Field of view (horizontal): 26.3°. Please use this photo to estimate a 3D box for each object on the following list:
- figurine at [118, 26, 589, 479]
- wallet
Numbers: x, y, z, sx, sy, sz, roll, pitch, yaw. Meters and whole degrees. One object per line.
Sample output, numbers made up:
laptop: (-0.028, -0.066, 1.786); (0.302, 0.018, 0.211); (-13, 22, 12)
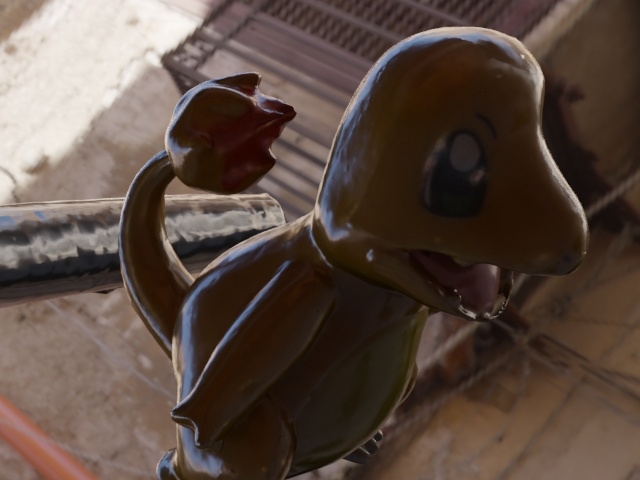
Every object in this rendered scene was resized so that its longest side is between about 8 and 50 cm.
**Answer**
figurine: (-0.001, -0.004, 0.406); (0.121, 0.122, 0.176); (-22, -21, -48)
wallet: (-0.211, 0.019, 0.870); (0.406, 0.228, 0.062); (-8, -94, -62)
